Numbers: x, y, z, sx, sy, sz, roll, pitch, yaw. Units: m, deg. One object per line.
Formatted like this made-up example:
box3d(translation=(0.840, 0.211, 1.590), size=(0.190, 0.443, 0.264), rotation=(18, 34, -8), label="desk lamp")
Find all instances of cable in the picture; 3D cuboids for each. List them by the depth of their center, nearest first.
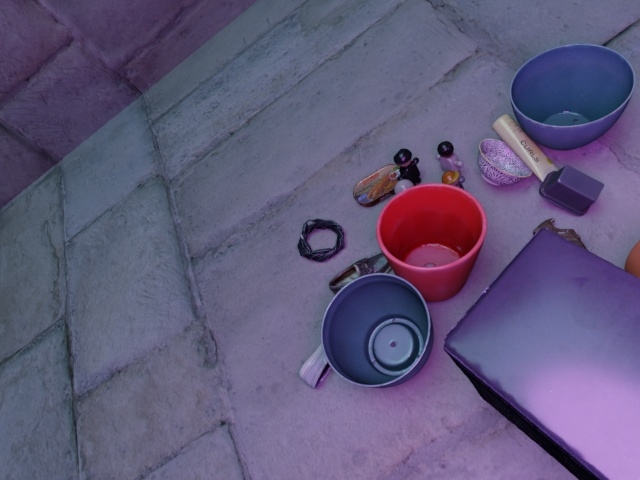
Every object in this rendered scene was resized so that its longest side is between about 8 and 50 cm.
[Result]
box3d(translation=(0.000, 0.000, 1.578), size=(0.184, 0.047, 0.151), rotation=(17, 74, 34), label="cable")

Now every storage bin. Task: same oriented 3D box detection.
box3d(translation=(0.668, -0.142, 1.217), size=(0.135, 0.091, 0.098), rotation=(32, 81, 10), label="storage bin")

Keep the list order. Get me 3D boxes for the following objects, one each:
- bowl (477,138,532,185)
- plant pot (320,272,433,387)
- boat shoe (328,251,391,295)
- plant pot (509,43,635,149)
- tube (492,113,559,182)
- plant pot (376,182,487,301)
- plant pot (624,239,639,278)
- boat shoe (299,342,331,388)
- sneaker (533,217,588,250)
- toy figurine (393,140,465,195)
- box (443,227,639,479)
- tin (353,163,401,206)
box3d(translation=(0.523, -0.214, 1.360), size=(0.080, 0.170, 0.170), rotation=(115, 144, -43), label="bowl")
box3d(translation=(0.173, 0.259, 1.243), size=(0.292, 0.196, 0.293), rotation=(-13, 59, 22), label="plant pot")
box3d(translation=(0.125, 0.100, 1.434), size=(0.223, 0.073, 0.080), rotation=(-34, 53, 10), label="boat shoe")
box3d(translation=(0.684, -0.364, 1.287), size=(0.290, 0.195, 0.290), rotation=(-11, 58, 18), label="plant pot")
box3d(translation=(0.597, -0.264, 1.341), size=(0.070, 0.062, 0.240), rotation=(-35, 66, 11), label="tube")
box3d(translation=(0.297, 0.025, 1.246), size=(0.274, 0.243, 0.275), rotation=(-7, 54, 10), label="plant pot")
box3d(translation=(0.793, 0.078, 0.958), size=(0.290, 0.291, 0.204), rotation=(-33, 37, 10), label="plant pot")
box3d(translation=(0.034, 0.337, 1.363), size=(0.081, 0.079, 0.228), rotation=(40, 92, 29), label="boat shoe")
box3d(translation=(0.646, 0.006, 1.196), size=(0.071, 0.066, 0.188), rotation=(-45, 52, 0), label="sneaker")
box3d(translation=(0.330, -0.193, 1.413), size=(0.209, 0.148, 0.213), rotation=(-11, 48, 24), label="toy figurine")
box3d(translation=(0.536, 0.297, 0.842), size=(0.297, 0.472, 0.480), rotation=(-49, 52, -2), label="box")
box3d(translation=(0.201, -0.186, 1.574), size=(0.189, 0.040, 0.106), rotation=(-29, 58, 13), label="tin")
